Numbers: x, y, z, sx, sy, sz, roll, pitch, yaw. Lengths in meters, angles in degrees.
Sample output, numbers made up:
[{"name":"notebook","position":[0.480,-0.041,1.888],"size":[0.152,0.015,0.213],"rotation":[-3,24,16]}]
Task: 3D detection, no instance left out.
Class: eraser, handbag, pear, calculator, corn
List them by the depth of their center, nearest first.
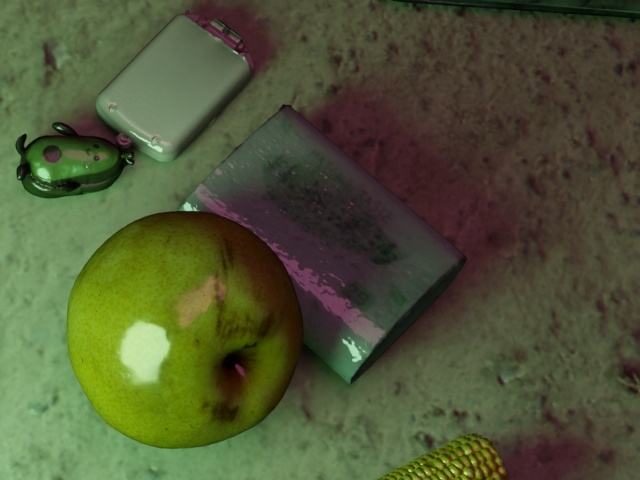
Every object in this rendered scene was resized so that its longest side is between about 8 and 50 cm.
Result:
[{"name":"pear","position":[-0.124,0.074,1.598],"size":[0.208,0.209,0.209],"rotation":[4,64,-8]},{"name":"corn","position":[0.052,0.253,1.605],"size":[0.248,0.081,0.081],"rotation":[-27,72,-21]},{"name":"eraser","position":[0.000,0.000,1.717],"size":[0.227,0.081,0.174],"rotation":[40,64,11]},{"name":"handbag","position":[-0.231,-0.075,1.729],"size":[0.111,0.047,0.072],"rotation":[-3,66,-9]},{"name":"calculator","position":[-0.141,-0.150,1.789],"size":[0.100,0.032,0.175],"rotation":[37,65,9]}]

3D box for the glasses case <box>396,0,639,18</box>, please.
[{"name":"glasses case","position":[0.210,-0.295,1.905],"size":[0.299,0.060,0.114],"rotation":[4,67,-8]}]
